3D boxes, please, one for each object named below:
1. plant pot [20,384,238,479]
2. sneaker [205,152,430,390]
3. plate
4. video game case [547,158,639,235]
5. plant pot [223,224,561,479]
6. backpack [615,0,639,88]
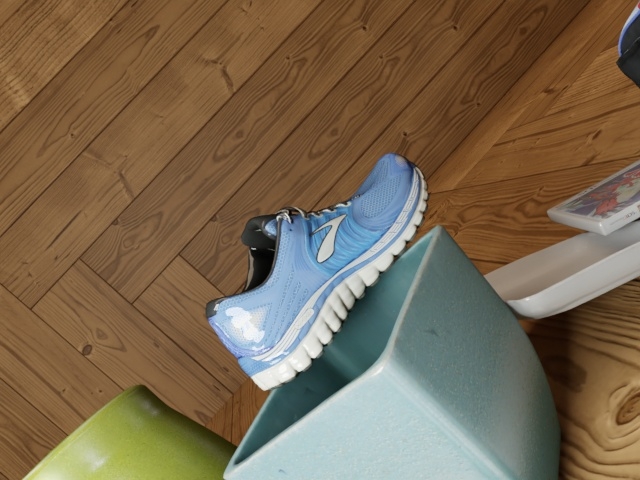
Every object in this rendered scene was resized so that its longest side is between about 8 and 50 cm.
[{"bbox_3d":[-0.171,0.364,0.760,0.366,0.353,0.366,-45,-4,-4],"label":"plant pot"},{"bbox_3d":[0.000,0.000,0.759,0.330,0.147,0.130,-50,6,-31],"label":"sneaker"},{"bbox_3d":[0.306,0.041,0.857,0.278,0.045,0.277,-22,0,-14],"label":"plate"},{"bbox_3d":[0.432,-0.070,0.949,0.183,0.023,0.201,-29,7,3],"label":"video game case"},{"bbox_3d":[0.105,0.188,0.699,0.248,0.252,0.247,-43,8,34],"label":"plant pot"},{"bbox_3d":[0.519,-0.269,0.845,0.213,0.276,0.263,-44,-2,-20],"label":"backpack"}]
